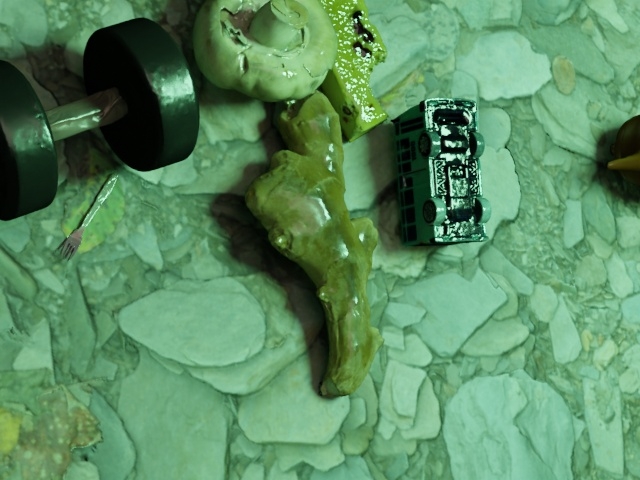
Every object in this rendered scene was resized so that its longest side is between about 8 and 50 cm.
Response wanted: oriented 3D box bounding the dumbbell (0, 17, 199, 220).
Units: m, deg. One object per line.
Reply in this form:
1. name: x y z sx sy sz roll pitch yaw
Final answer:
1. dumbbell: -0.244 -0.121 1.644 0.218 0.152 0.152 -22 89 -30

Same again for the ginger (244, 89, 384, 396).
1. ginger: 0.000 0.000 1.793 0.148 0.081 0.334 -16 88 -50

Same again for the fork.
1. fork: -0.235 -0.024 1.707 0.016 0.012 0.115 38 58 -20

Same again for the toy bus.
1. toy bus: 0.131 -0.074 1.870 0.079 0.092 0.160 -2 85 -30

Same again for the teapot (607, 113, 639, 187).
1. teapot: 0.404 -0.110 2.024 0.173 0.116 0.116 -29 93 -52

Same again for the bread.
1. bread: 0.019 -0.229 1.870 0.088 0.049 0.226 -29 93 -31

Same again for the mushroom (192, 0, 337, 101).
1. mushroom: -0.059 -0.214 1.775 0.154 0.122 0.154 10 61 -18
